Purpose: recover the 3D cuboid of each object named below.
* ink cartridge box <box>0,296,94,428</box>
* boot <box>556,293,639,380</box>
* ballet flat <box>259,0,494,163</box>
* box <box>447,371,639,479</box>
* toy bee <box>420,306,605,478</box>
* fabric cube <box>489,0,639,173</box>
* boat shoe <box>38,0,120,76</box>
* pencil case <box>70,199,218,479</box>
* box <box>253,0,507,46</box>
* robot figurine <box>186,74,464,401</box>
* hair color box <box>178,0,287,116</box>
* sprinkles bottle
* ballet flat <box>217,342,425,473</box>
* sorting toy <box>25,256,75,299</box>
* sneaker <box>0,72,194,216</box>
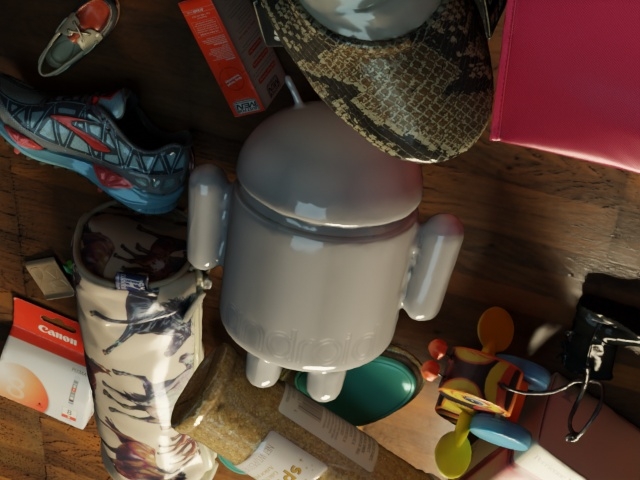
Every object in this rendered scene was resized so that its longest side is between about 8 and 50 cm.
[{"bbox_3d":[-0.386,0.178,1.831,0.145,0.045,0.179,22,135,6],"label":"ink cartridge box"},{"bbox_3d":[0.332,0.120,1.461,0.121,0.045,0.099,22,130,17],"label":"boot"},{"bbox_3d":[0.000,-0.293,1.041,0.164,0.483,0.182,-22,163,-2],"label":"ballet flat"},{"bbox_3d":[0.269,0.298,1.576,0.148,0.127,0.232,34,133,-4],"label":"box"},{"bbox_3d":[0.184,0.155,1.455,0.162,0.195,0.298,24,143,-7],"label":"toy bee"},{"bbox_3d":[0.307,-0.218,1.059,0.258,0.259,0.254,14,132,16],"label":"fabric cube"},{"bbox_3d":[-0.274,-0.233,1.451,0.049,0.043,0.137,45,129,-12],"label":"boat shoe"},{"bbox_3d":[-0.214,0.151,1.653,0.183,0.160,0.410,23,134,26],"label":"pencil case"},{"bbox_3d":[0.070,-0.246,1.196,0.220,0.175,0.051,2,129,23],"label":"box"},{"bbox_3d":[0.000,0.000,1.389,0.300,0.200,0.353,10,119,3],"label":"robot figurine"},{"bbox_3d":[-0.091,-0.211,1.367,0.043,0.072,0.141,-9,121,30],"label":"hair color box"},{"bbox_3d":[-0.001,0.261,1.522,0.355,0.121,0.121,34,133,-12],"label":"sprinkles bottle"},{"bbox_3d":[-0.001,0.188,1.619,0.348,0.123,0.123,-33,108,36],"label":"ballet flat"},{"bbox_3d":[-0.354,0.049,1.732,0.083,0.012,0.062,-9,117,34],"label":"sorting toy"},{"bbox_3d":[-0.263,-0.142,1.498,0.262,0.104,0.125,27,122,-9],"label":"sneaker"}]
